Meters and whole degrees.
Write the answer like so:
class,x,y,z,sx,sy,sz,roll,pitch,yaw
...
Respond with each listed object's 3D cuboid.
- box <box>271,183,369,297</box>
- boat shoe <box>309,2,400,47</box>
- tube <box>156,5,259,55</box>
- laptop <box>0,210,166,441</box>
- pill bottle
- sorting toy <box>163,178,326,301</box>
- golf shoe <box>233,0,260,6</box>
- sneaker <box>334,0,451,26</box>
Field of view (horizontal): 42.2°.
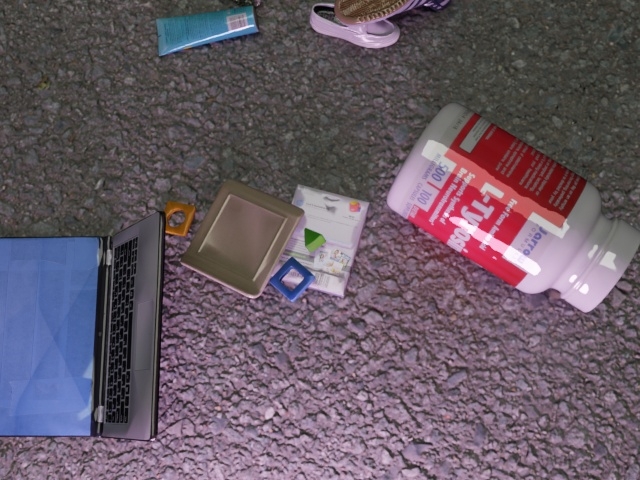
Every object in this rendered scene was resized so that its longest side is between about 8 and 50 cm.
class,x,y,z,sx,sy,sz,roll,pitch,yaw
box,0.000,0.000,1.578,0.145,0.038,0.186,15,80,5
boat shoe,0.068,-0.436,1.652,0.184,0.063,0.066,19,80,6
tube,-0.230,-0.428,1.672,0.207,0.052,0.080,-9,73,6
laptop,-0.461,0.158,1.470,0.236,0.408,0.381,7,77,-31
pill bottle,0.343,-0.052,1.479,0.408,0.229,0.229,33,81,8
sorting toy,-0.145,-0.003,1.566,0.348,0.047,0.196,24,77,23
golf shoe,-0.187,-0.543,1.684,0.176,0.069,0.086,30,75,6
sneaker,0.163,-0.484,1.622,0.282,0.153,0.099,-29,81,3
